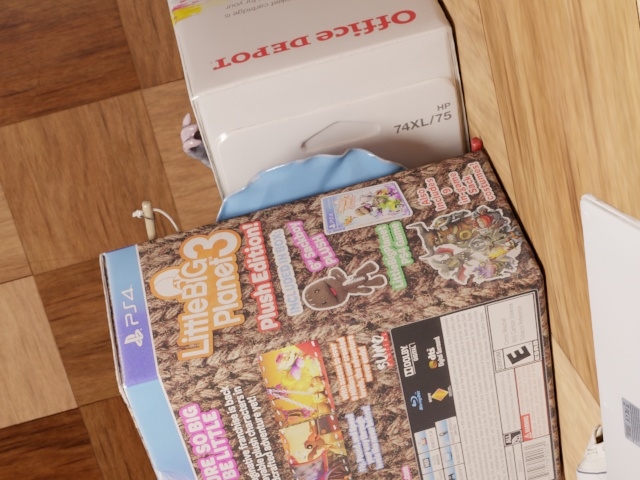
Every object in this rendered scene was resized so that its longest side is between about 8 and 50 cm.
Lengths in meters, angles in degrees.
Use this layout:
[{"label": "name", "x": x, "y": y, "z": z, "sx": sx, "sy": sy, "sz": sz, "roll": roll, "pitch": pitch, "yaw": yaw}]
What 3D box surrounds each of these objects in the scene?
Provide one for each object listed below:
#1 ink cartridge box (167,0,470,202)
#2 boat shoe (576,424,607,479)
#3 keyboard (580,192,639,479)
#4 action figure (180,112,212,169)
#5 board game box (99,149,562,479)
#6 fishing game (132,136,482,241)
[{"label": "ink cartridge box", "x": -0.009, "y": -0.145, "z": 1.189, "sx": 0.270, "sy": 0.198, "sz": 0.197, "roll": -107, "pitch": 2, "yaw": -47}, {"label": "boat shoe", "x": 0.162, "y": 0.116, "z": 0.793, "sx": 0.100, "sy": 0.035, "sz": 0.035, "roll": 108, "pitch": 153, "yaw": -80}, {"label": "keyboard", "x": 0.158, "y": 0.092, "z": 0.686, "sx": 0.072, "sy": 0.014, "sz": 0.256, "roll": 42, "pitch": 153, "yaw": 47}, {"label": "action figure", "x": 0.028, "y": -0.093, "z": 1.476, "sx": 0.276, "sy": 0.248, "sz": 0.370, "roll": 46, "pitch": -170, "yaw": -26}, {"label": "board game box", "x": 0.013, "y": 0.097, "z": 1.066, "sx": 0.141, "sy": 0.291, "sz": 0.232, "roll": -108, "pitch": 4, "yaw": -48}, {"label": "fishing game", "x": 0.000, "y": 0.000, "z": 1.103, "sx": 0.041, "sy": 0.264, "sz": 0.189, "roll": -108, "pitch": 5, "yaw": -46}]
